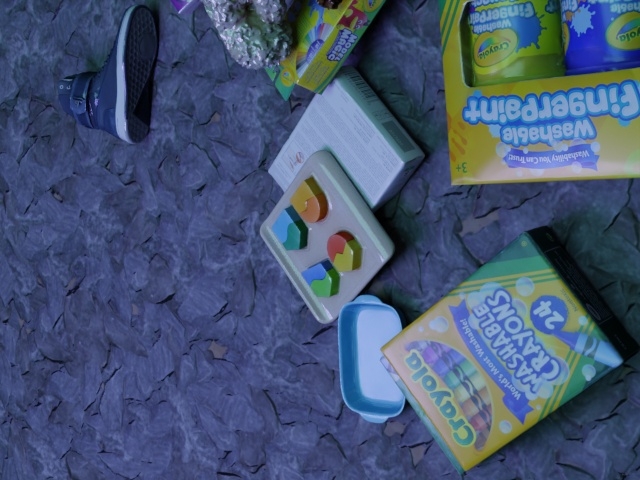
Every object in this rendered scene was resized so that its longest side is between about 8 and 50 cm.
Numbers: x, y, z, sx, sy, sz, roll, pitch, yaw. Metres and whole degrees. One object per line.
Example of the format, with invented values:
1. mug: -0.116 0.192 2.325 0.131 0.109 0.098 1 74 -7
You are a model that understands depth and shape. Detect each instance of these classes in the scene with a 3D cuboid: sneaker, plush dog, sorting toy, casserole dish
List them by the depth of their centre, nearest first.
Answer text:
1. plush dog: -0.066 -0.397 1.586 0.225 0.210 0.262 -21 67 11
2. casserole dish: 0.082 0.170 1.714 0.114 0.037 0.188 2 97 37
3. sorting toy: 0.000 0.000 1.722 0.193 0.038 0.208 56 137 15
4. sneaker: -0.355 -0.286 1.937 0.163 0.086 0.226 19 109 30

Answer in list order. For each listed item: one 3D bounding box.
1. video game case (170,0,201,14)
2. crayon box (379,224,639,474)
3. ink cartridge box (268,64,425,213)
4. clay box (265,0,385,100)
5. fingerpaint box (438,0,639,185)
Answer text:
1. video game case: -0.199 -0.498 1.780 0.210 0.042 0.232 -37 83 25
2. crayon box: 0.225 0.158 1.553 0.323 0.083 0.203 -43 75 28
3. ink cartridge box: 0.034 -0.113 1.709 0.181 0.056 0.224 53 138 18
4. clay box: 0.006 -0.305 1.644 0.222 0.053 0.127 -54 39 23
5. fingerpaint box: 0.347 -0.256 1.332 0.445 0.163 0.371 1 98 46
